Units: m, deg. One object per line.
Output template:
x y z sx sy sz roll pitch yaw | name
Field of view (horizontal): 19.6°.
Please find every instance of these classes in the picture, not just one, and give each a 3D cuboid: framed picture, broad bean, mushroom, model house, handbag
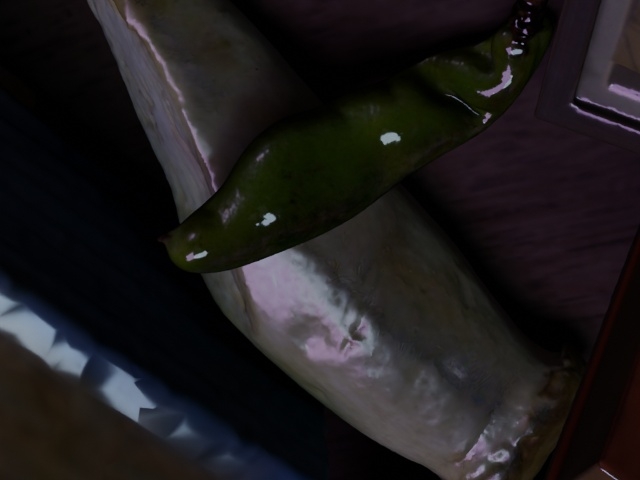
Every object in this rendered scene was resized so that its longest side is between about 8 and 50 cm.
0.163 -0.093 0.738 0.128 0.023 0.168 20 139 10 | framed picture
0.021 -0.044 0.802 0.195 0.046 0.061 -34 150 8 | broad bean
-0.002 0.003 0.875 0.333 0.107 0.087 44 173 -20 | mushroom
-0.195 0.118 0.948 0.335 0.342 0.382 36 149 -22 | model house
0.175 0.069 0.772 0.127 0.190 0.063 35 138 -8 | handbag
